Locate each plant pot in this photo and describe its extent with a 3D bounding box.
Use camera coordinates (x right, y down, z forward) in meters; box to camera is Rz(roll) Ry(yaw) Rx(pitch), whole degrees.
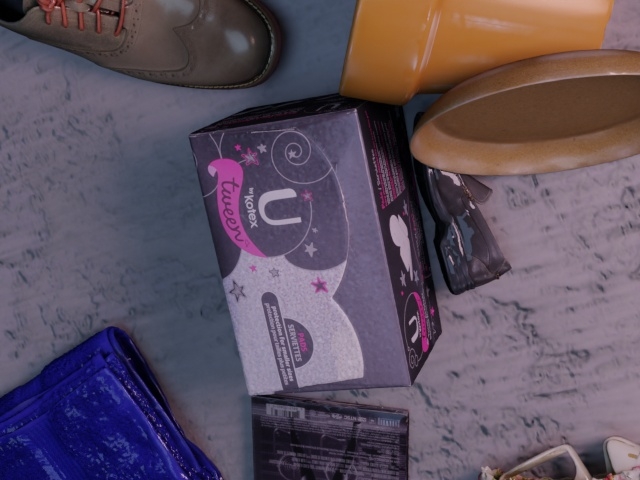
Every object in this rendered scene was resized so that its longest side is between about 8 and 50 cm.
[{"bbox_3d":[0.126,-0.197,0.859,0.188,0.205,0.205,12,110,-1],"label":"plant pot"},{"bbox_3d":[0.187,-0.100,0.851,0.236,0.236,0.032,-9,76,21],"label":"plant pot"}]

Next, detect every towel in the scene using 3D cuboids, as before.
[{"bbox_3d":[-0.279,0.257,1.182,0.308,0.076,0.227,-32,93,24],"label":"towel"}]

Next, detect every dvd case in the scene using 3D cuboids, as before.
[{"bbox_3d":[0.010,0.269,1.119,0.164,0.018,0.221,4,106,16],"label":"dvd case"}]

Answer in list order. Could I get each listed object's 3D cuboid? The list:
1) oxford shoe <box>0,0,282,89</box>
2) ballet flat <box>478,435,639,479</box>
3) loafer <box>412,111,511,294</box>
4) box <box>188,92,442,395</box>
[{"bbox_3d":[-0.208,-0.209,0.992,0.348,0.130,0.123,17,110,14],"label":"oxford shoe"},{"bbox_3d":[0.251,0.222,0.993,0.241,0.091,0.077,-16,77,19],"label":"ballet flat"},{"bbox_3d":[0.125,-0.038,0.976,0.061,0.062,0.170,-16,104,0],"label":"loafer"},{"bbox_3d":[0.000,0.000,0.976,0.163,0.142,0.247,-7,103,20],"label":"box"}]
